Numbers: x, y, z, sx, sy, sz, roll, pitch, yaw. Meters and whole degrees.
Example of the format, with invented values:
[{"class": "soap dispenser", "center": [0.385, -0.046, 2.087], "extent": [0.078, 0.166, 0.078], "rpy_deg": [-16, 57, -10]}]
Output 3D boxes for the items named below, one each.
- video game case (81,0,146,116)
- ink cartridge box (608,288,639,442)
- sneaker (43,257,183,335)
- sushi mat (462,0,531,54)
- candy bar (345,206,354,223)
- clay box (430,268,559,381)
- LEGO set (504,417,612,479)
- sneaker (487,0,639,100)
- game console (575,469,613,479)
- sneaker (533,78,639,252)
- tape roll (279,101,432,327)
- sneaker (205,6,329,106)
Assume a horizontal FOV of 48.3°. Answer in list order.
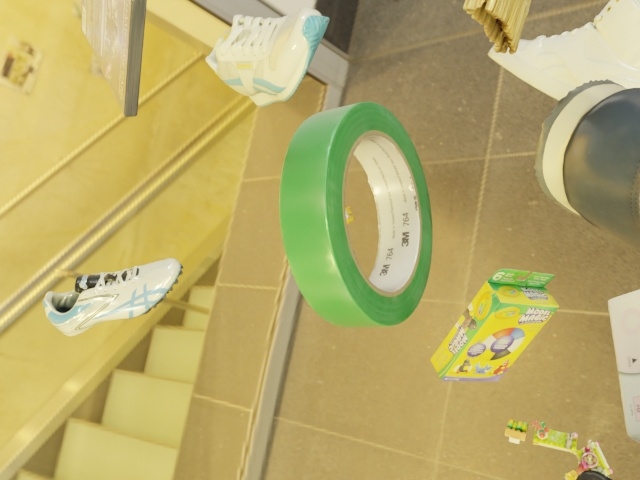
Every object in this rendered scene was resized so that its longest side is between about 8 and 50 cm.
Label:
[{"class": "video game case", "center": [-0.330, -0.352, 1.118], "extent": [0.274, 0.026, 0.196], "rpy_deg": [56, 143, 36]}, {"class": "ink cartridge box", "center": [0.468, 0.128, 0.847], "extent": [0.232, 0.066, 0.189], "rpy_deg": [-34, 42, 47]}, {"class": "sneaker", "center": [-0.329, 0.081, 1.127], "extent": [0.237, 0.086, 0.085], "rpy_deg": [-22, 36, 10]}, {"class": "sushi mat", "center": [0.151, -0.268, 0.398], "extent": [0.019, 0.151, 0.317], "rpy_deg": [21, 100, 18]}, {"class": "candy bar", "center": [0.000, 0.000, 1.299], "extent": [0.161, 0.018, 0.040], "rpy_deg": [-44, 50, 18]}, {"class": "clay box", "center": [0.289, 0.143, 1.167], "extent": [0.222, 0.127, 0.053], "rpy_deg": [-63, 34, 35]}, {"class": "LEGO set", "center": [0.537, 0.463, 1.553], "extent": [0.132, 0.107, 0.287], "rpy_deg": [-38, 58, -10]}, {"class": "sneaker", "center": [0.374, -0.272, 1.000], "extent": [0.292, 0.108, 0.169], "rpy_deg": [46, 116, 46]}, {"class": "game console", "center": [0.418, 0.371, 0.815], "extent": [0.293, 0.250, 0.173], "rpy_deg": [28, 129, 26]}, {"class": "sneaker", "center": [0.289, -0.007, 0.445], "extent": [0.131, 0.318, 0.112], "rpy_deg": [45, 120, 63]}, {"class": "tape roll", "center": [0.063, -0.035, 1.038], "extent": [0.077, 0.321, 0.322], "rpy_deg": [-7, 68, 32]}, {"class": "sneaker", "center": [-0.066, -0.215, 0.820], "extent": [0.228, 0.092, 0.087], "rpy_deg": [-5, 57, 65]}]
